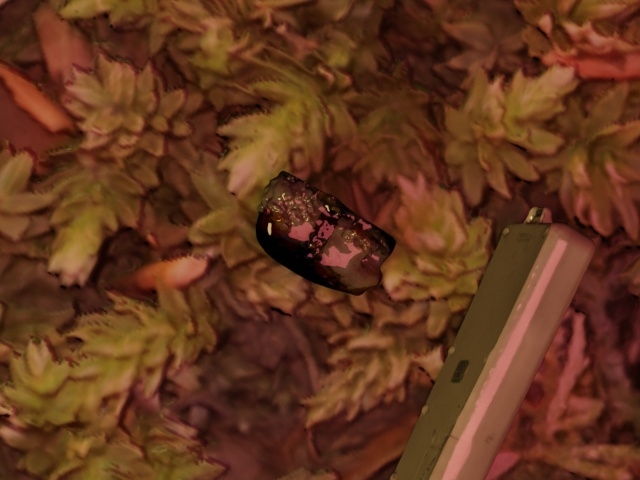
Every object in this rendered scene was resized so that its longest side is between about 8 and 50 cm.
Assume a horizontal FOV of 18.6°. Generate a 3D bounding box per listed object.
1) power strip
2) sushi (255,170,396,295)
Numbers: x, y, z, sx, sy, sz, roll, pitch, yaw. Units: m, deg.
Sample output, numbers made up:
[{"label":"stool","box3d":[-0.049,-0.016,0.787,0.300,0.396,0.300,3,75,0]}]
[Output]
[{"label":"power strip","box3d":[0.095,0.072,1.105,0.035,0.081,0.192,27,84,-13]},{"label":"sushi","box3d":[0.000,0.000,1.104,0.083,0.044,0.046,31,82,-9]}]
